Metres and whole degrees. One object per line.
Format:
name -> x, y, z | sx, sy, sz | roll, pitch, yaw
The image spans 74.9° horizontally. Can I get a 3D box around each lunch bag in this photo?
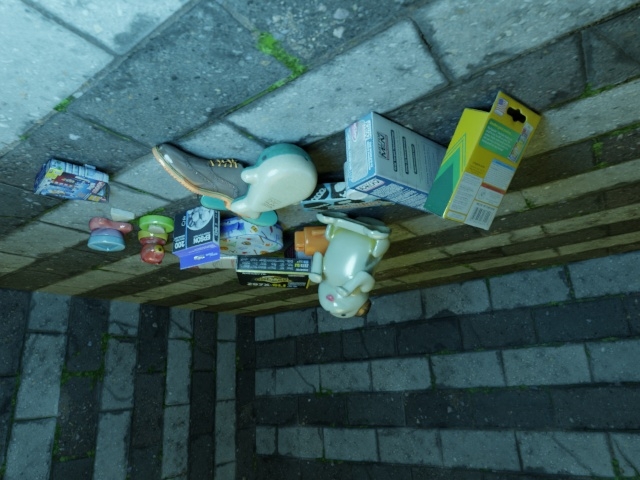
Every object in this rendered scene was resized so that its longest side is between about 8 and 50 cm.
lunch bag -> -0.309, -0.022, 1.676 | 0.303, 0.115, 0.243 | -12, 158, 27

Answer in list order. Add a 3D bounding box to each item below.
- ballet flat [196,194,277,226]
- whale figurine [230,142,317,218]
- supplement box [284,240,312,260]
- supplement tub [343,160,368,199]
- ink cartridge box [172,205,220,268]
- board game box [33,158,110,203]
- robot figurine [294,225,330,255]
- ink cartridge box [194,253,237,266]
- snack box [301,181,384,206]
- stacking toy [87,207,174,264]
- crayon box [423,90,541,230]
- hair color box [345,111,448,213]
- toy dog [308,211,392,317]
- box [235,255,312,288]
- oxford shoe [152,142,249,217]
ballet flat -> -0.275, -0.127, 1.400 | 0.280, 0.095, 0.096 | 20, -163, -30
whale figurine -> -0.137, -0.165, 1.172 | 0.272, 0.141, 0.216 | -34, 144, 32
supplement box -> -0.110, 0.085, 2.004 | 0.073, 0.130, 0.239 | 4, 161, -21
supplement tub -> 0.108, -0.184, 1.261 | 0.071, 0.107, 0.071 | -2, 162, -1
ink cartridge box -> -0.451, -0.014, 1.513 | 0.206, 0.208, 0.045 | -14, 162, 29
board game box -> -0.704, -0.172, 1.225 | 0.194, 0.060, 0.194 | 13, 156, -43
robot figurine -> 0.000, 0.000, 1.775 | 0.219, 0.128, 0.158 | -2, 118, -4
ink cartridge box -> -0.493, 0.061, 1.907 | 0.237, 0.100, 0.172 | 1, 161, -9
snack box -> 0.097, -0.148, 1.390 | 0.322, 0.060, 0.187 | -4, 175, 2
stacking toy -> -0.724, -0.003, 1.623 | 0.309, 0.130, 0.279 | 11, 158, -37
crayon box -> 0.421, -0.202, 1.091 | 0.203, 0.323, 0.083 | 10, -162, -35
hair color box -> 0.230, -0.197, 1.137 | 0.347, 0.173, 0.105 | 12, 159, -38
toy dog -> 0.105, 0.107, 1.648 | 0.285, 0.407, 0.395 | 18, -167, 16
box -> -0.207, 0.146, 1.877 | 0.322, 0.079, 0.257 | 3, 162, -5
oxford shoe -> -0.298, -0.196, 1.195 | 0.133, 0.130, 0.364 | -46, 138, 16
